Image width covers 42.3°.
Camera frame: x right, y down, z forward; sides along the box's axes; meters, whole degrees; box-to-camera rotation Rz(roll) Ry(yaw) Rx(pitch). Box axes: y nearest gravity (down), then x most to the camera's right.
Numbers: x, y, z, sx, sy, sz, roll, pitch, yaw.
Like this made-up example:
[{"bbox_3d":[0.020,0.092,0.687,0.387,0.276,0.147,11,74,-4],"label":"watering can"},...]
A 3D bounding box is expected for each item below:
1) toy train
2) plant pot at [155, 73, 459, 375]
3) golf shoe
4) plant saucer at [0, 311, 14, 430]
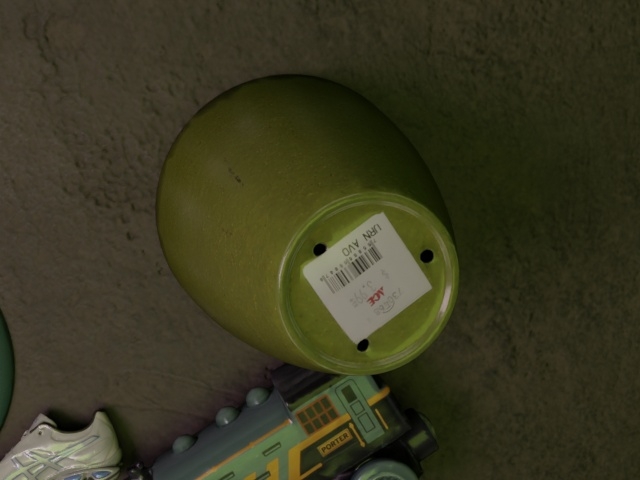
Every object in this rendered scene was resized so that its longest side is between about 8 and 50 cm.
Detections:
[{"bbox_3d":[-0.046,0.244,0.852,0.333,0.142,0.190,-31,100,-4],"label":"toy train"},{"bbox_3d":[0.000,0.000,0.718,0.274,0.293,0.275,-3,104,-12],"label":"plant pot"},{"bbox_3d":[-0.291,0.218,0.832,0.176,0.069,0.086,-9,88,-17],"label":"golf shoe"},{"bbox_3d":[-0.457,0.131,0.774,0.317,0.044,0.318,-3,103,-12],"label":"plant saucer"}]
